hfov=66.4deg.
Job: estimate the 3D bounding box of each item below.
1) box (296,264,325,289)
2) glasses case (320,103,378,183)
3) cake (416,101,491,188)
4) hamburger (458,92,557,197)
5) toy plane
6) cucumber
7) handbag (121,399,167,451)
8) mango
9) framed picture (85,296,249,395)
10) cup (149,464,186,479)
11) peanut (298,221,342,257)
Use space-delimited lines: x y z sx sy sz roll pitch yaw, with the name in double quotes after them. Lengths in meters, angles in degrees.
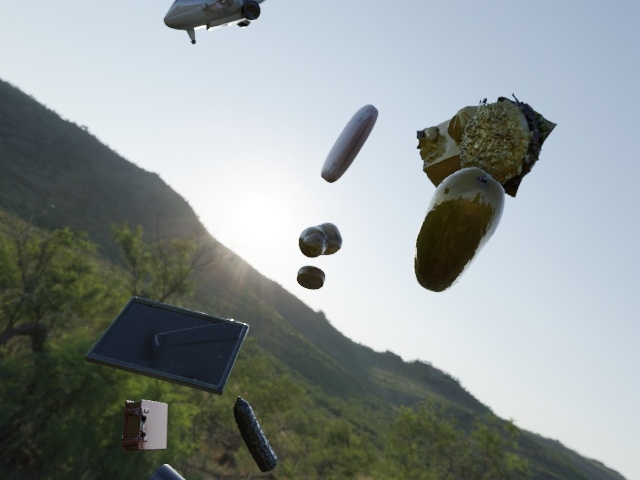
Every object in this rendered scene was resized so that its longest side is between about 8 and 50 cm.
-0.034 0.133 1.736 0.105 0.037 0.106 8 -41 7 "box"
0.096 -0.325 1.641 0.075 0.297 0.113 33 -2 -23 "glasses case"
0.448 -0.277 1.504 0.227 0.222 0.286 -22 -57 43 "cake"
0.441 -0.246 1.227 0.138 0.243 0.262 9 26 -25 "hamburger"
-0.203 -0.489 1.024 0.101 0.255 0.251 65 -15 -21 "toy plane"
-0.224 0.638 1.615 0.072 0.072 0.300 5 -58 54 "cucumber"
-0.476 0.507 1.335 0.062 0.127 0.190 -6 -22 2 "handbag"
0.269 -0.005 1.004 0.142 0.195 0.332 28 -47 18 "mango"
-0.323 0.222 1.075 0.289 0.213 0.016 13 -59 1 "framed picture"
-0.382 0.619 1.204 0.077 0.100 0.078 23 -40 25 "cup"
0.000 0.000 1.758 0.137 0.122 0.253 3 8 31 "peanut"
